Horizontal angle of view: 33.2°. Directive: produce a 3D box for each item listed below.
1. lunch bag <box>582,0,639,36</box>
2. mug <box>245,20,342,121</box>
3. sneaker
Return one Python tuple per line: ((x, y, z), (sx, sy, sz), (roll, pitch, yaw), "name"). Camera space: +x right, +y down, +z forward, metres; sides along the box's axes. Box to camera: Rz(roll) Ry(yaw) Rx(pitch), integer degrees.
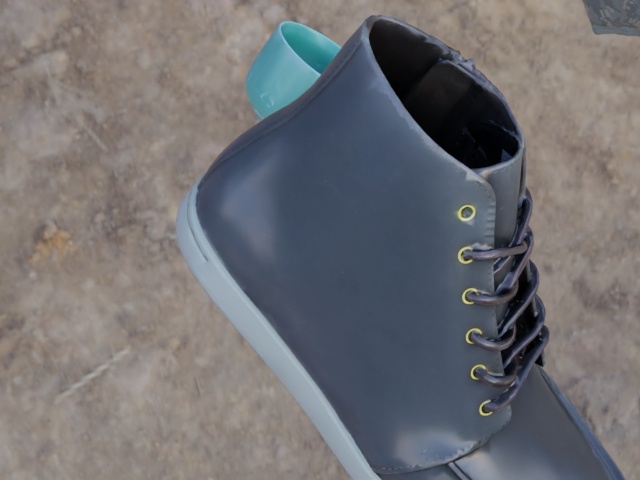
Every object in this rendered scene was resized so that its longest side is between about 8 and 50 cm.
((0.405, -0.401, 1.198), (0.287, 0.235, 0.169), (-39, 29, -11), "lunch bag")
((-0.024, -0.164, 1.193), (0.129, 0.097, 0.158), (40, 26, 4), "mug")
((0.056, 0.034, 0.377), (0.222, 0.118, 0.083), (44, 41, -4), "sneaker")
